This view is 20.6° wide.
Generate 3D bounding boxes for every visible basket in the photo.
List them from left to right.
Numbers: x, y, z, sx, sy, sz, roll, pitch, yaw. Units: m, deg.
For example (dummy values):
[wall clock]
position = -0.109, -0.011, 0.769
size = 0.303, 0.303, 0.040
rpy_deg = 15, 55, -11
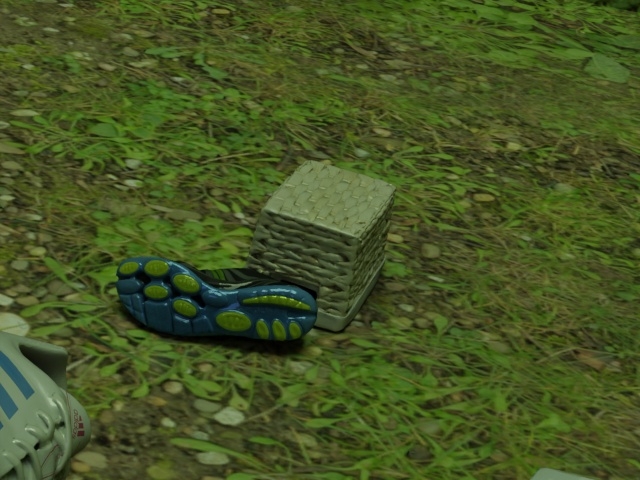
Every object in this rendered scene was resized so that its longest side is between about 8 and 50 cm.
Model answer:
[basket]
position = 0.000, 0.000, 1.709
size = 0.113, 0.103, 0.167
rpy_deg = 17, 24, 10

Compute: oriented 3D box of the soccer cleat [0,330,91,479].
[soccer cleat]
position = -0.234, 0.151, 1.258
size = 0.143, 0.116, 0.331
rpy_deg = 6, 24, -11

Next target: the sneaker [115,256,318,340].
[sneaker]
position = -0.096, 0.056, 1.612
size = 0.188, 0.067, 0.078
rpy_deg = 9, 3, 0

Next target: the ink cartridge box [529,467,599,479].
[ink cartridge box]
position = 0.273, 0.306, 1.180
size = 0.385, 0.091, 0.308
rpy_deg = 17, 24, 20
